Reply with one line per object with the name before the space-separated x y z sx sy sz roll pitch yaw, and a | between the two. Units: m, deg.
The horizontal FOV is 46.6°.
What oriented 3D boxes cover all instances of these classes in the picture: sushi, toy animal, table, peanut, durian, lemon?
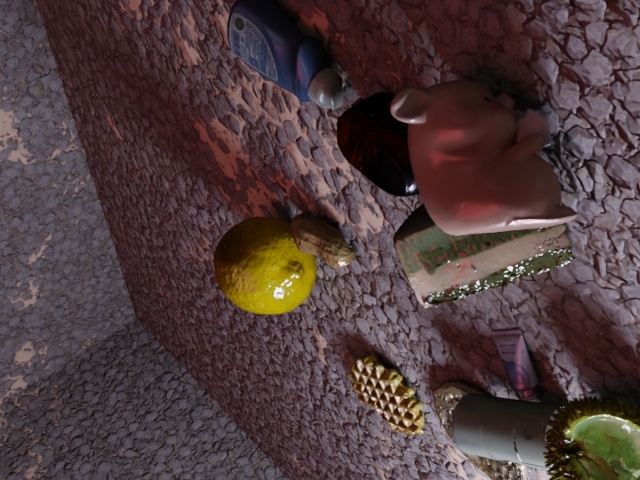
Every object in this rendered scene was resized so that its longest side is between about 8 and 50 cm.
sushi | 0.136 -0.169 1.325 0.225 0.126 0.136 43 151 36
toy animal | 0.242 -0.124 1.115 0.213 0.195 0.256 -17 84 18
table | 0.382 0.375 1.467 0.220 0.126 0.126 -5 115 49
peanut | 0.000 0.000 1.755 0.194 0.093 0.083 38 134 35
durian | 0.482 0.373 1.259 0.176 0.200 0.237 -152 43 -85
lemon | -0.147 0.064 1.892 0.310 0.253 0.253 19 135 51

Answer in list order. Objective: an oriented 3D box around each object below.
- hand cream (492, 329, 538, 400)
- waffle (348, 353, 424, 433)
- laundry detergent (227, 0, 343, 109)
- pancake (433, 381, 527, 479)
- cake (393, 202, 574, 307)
hand cream | 0.383 0.243 1.447 0.084 0.053 0.142 -18 93 62
waffle | 0.175 0.411 1.950 0.253 0.056 0.249 50 152 9
laundry detergent | -0.060 -0.365 1.471 0.290 0.094 0.143 41 143 22
pancake | 0.362 0.442 1.685 0.282 0.049 0.282 40 148 31
cake | 0.263 0.017 1.265 0.283 0.172 0.158 -3 119 57
